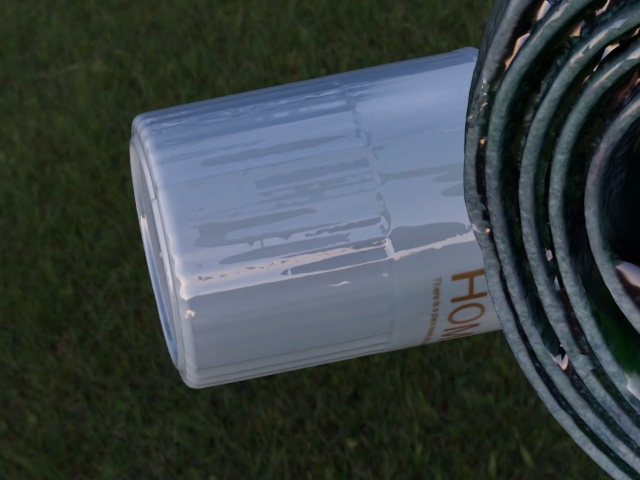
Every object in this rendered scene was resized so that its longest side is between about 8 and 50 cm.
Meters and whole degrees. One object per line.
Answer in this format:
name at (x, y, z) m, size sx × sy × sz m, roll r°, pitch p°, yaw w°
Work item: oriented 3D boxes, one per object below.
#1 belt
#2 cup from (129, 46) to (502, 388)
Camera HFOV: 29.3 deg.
belt at (0.152, -0.012, 0.367) m, size 0.206 × 0.267 × 0.116 m, roll -23°, pitch 22°, yaw 42°
cup at (-0.003, -0.020, 1.108) m, size 0.311 × 0.257 × 0.331 m, roll -11°, pitch 5°, yaw -12°
